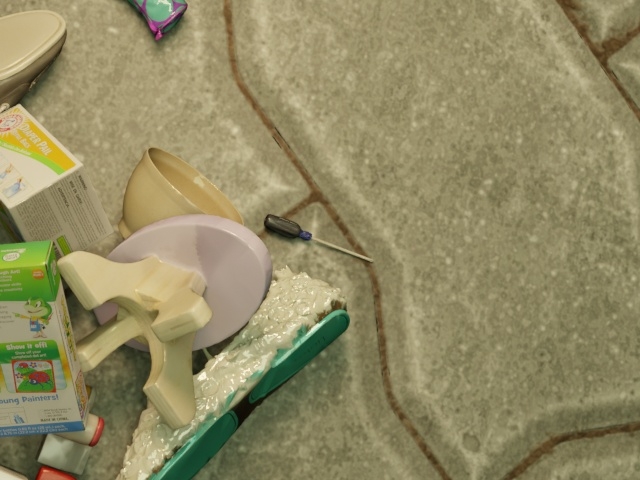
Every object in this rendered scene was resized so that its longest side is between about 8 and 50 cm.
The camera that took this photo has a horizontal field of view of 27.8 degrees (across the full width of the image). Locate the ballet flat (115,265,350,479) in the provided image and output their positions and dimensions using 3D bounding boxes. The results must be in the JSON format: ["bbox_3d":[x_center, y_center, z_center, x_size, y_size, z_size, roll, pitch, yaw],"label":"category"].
[{"bbox_3d":[-0.136,0.189,1.707,0.409,0.147,0.147,-42,96,-19],"label":"ballet flat"}]

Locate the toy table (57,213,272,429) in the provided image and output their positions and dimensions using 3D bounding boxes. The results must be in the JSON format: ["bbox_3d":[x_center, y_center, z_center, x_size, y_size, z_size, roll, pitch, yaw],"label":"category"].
[{"bbox_3d":[-0.205,0.087,1.588,0.252,0.274,0.161,48,36,-8],"label":"toy table"}]

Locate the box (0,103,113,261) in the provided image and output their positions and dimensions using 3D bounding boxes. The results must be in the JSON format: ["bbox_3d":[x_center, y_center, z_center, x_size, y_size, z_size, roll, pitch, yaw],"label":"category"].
[{"bbox_3d":[-0.361,-0.068,1.605,0.103,0.203,0.114,-33,131,-17],"label":"box"}]

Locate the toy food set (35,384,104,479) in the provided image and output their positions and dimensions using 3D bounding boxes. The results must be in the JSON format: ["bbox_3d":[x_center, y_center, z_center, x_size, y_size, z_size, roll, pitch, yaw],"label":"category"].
[{"bbox_3d":[-0.309,0.302,1.636,0.104,0.111,0.232,22,80,-14],"label":"toy food set"}]

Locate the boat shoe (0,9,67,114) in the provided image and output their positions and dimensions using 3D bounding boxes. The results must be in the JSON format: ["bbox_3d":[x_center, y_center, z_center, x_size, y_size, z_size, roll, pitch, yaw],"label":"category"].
[{"bbox_3d":[-0.467,-0.181,1.670,0.335,0.095,0.112,-38,59,-20],"label":"boat shoe"}]

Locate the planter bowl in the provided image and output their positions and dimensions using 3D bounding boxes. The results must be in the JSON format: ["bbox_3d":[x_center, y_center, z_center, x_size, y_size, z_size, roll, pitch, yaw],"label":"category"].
[{"bbox_3d":[-0.196,-0.030,1.696,0.162,0.162,0.109,39,103,-8],"label":"planter bowl"}]

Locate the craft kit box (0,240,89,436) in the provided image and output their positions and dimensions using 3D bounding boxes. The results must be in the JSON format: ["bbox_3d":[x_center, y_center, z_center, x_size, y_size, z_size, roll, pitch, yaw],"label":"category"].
[{"bbox_3d":[-0.416,0.124,1.516,0.250,0.061,0.247,-4,125,1],"label":"craft kit box"}]

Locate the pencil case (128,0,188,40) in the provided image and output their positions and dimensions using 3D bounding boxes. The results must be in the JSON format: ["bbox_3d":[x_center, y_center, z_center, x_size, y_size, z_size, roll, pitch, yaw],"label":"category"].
[{"bbox_3d":[-0.250,-0.348,1.753,0.151,0.064,0.070,44,59,-6],"label":"pencil case"}]

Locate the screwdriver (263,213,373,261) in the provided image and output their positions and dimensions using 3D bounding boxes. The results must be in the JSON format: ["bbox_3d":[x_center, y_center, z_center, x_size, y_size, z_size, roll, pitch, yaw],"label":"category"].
[{"bbox_3d":[0.000,0.000,1.804,0.170,0.025,0.024,20,79,-12],"label":"screwdriver"}]

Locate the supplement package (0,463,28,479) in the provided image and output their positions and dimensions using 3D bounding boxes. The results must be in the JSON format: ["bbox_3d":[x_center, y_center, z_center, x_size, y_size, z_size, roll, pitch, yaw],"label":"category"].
[{"bbox_3d":[-0.423,0.317,1.566,0.105,0.179,0.105,26,78,-11],"label":"supplement package"}]
